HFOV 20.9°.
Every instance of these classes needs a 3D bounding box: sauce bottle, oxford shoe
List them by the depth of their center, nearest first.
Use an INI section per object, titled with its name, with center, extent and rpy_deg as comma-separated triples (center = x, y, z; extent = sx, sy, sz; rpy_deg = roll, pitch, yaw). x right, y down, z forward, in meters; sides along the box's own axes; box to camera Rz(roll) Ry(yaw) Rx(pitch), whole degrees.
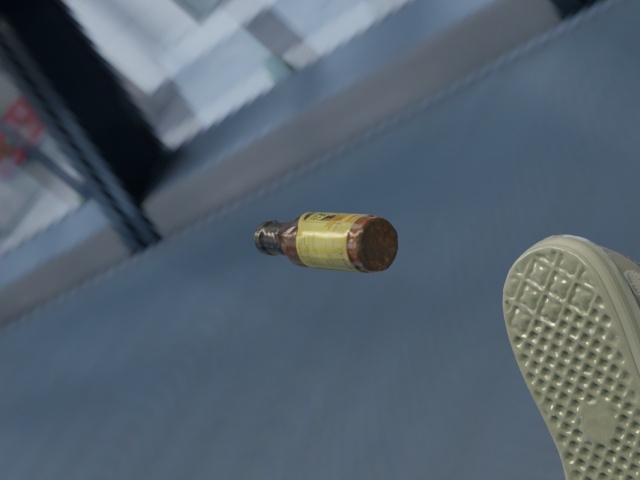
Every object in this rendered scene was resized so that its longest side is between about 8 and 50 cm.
[sauce bottle]
center = 0.000, 0.000, 1.220
extent = 0.128, 0.042, 0.042
rpy_deg = 5, 54, 50
[oxford shoe]
center = 0.286, 0.205, 1.503
extent = 0.169, 0.449, 0.130
rpy_deg = -21, -6, 38
